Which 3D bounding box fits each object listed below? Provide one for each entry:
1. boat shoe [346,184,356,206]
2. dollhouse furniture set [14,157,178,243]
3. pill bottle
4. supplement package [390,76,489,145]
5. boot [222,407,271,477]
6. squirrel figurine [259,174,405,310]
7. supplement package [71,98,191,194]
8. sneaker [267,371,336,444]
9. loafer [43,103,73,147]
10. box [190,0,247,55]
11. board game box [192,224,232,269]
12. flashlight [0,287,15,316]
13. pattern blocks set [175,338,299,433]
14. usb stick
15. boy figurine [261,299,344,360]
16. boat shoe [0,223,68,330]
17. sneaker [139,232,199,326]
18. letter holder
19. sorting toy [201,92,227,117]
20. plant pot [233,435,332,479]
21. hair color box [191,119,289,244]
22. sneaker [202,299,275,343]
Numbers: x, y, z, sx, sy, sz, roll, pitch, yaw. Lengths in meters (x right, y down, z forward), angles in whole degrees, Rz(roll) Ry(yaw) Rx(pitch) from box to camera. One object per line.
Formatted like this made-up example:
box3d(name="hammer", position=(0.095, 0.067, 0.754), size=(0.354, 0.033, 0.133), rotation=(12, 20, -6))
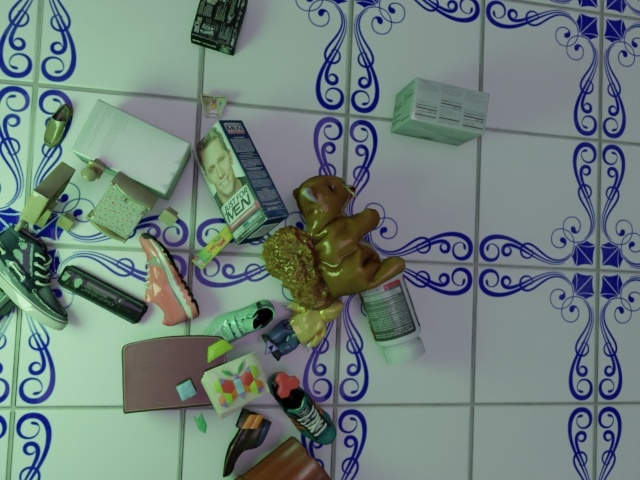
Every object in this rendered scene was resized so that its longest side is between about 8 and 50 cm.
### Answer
box3d(name="boat shoe", position=(0.059, -0.127, 1.908), size=(0.063, 0.059, 0.170), rotation=(40, 80, -8))
box3d(name="dollhouse furniture set", position=(-0.656, -0.043, 1.644), size=(0.356, 0.173, 0.303), rotation=(35, 123, -17))
box3d(name="pill bottle", position=(0.238, 0.256, 1.878), size=(0.161, 0.161, 0.283), rotation=(-19, 91, -12))
box3d(name="supplement package", position=(0.401, -0.432, 1.920), size=(0.262, 0.204, 0.145), rotation=(9, 87, -11))
box3d(name="boot", position=(-0.237, 0.659, 1.801), size=(0.106, 0.082, 0.219), rotation=(20, 82, -8))
box3d(name="squirrel figurine", position=(0.000, 0.000, 1.770), size=(0.397, 0.281, 0.370), rotation=(-31, 103, -3))
box3d(name="supplement package", position=(-0.566, -0.268, 1.723), size=(0.293, 0.175, 0.177), rotation=(26, 81, -10))
box3d(name="sneaker", position=(-0.056, 0.557, 1.822), size=(0.108, 0.121, 0.302), rotation=(-44, 97, -10))
box3d(name="loafer", position=(-0.814, -0.358, 1.739), size=(0.056, 0.050, 0.147), rotation=(20, 84, -10))
box3d(name="box", position=(-0.331, -0.720, 1.842), size=(0.148, 0.077, 0.180), rotation=(14, 84, -11))
box3d(name="board game box", position=(-0.332, 0.013, 1.803), size=(0.043, 0.092, 0.181), rotation=(45, 80, -8))
box3d(name="flashlight", position=(-1.024, 0.264, 1.649), size=(0.103, 0.103, 0.304), rotation=(36, 75, 18))
box3d(name="pattern blocks set", position=(-0.248, 0.431, 1.689), size=(0.325, 0.026, 0.285), rotation=(-36, 97, -22))
box3d(name="usb stick", position=(-0.674, 0.168, 1.749), size=(0.278, 0.045, 0.077), rotation=(30, 89, -9))
box3d(name="boy figurine", position=(-0.055, 0.269, 1.852), size=(0.285, 0.092, 0.177), rotation=(-34, 94, -12))
box3d(name="boat shoe", position=(-0.846, 0.102, 1.670), size=(0.340, 0.127, 0.158), rotation=(44, 86, -5))
box3d(name="sneaker", position=(-0.502, 0.127, 1.752), size=(0.136, 0.116, 0.313), rotation=(-29, 94, -10))
box3d(name="letter holder", position=(-0.444, 0.395, 1.736), size=(0.302, 0.152, 0.214), rotation=(-3, 86, -12))
box3d(name="sorting toy", position=(-0.350, -0.440, 1.847), size=(0.084, 0.045, 0.075), rotation=(2, 94, -12))
box3d(name="plant pot", position=(-0.120, 0.772, 1.743), size=(0.265, 0.272, 0.272), rotation=(-40, 96, -19))
box3d(name="hair color box", position=(-0.251, -0.180, 1.737), size=(0.105, 0.174, 0.347), rotation=(-13, 72, -49))
box3d(name="sneaker", position=(-0.260, 0.267, 1.778), size=(0.256, 0.151, 0.094), rotation=(-30, 95, -10))
